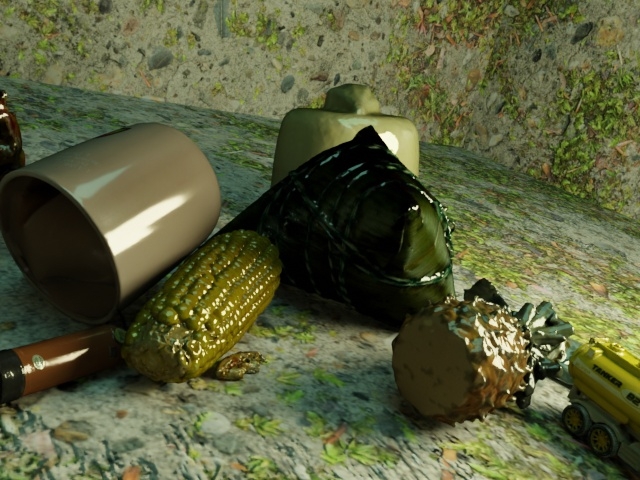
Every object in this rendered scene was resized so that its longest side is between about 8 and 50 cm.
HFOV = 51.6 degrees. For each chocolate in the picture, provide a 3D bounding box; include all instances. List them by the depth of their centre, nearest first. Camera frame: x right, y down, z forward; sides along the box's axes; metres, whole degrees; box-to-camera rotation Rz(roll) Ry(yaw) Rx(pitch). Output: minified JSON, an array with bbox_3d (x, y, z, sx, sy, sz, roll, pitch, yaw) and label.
[{"bbox_3d":[0.060,-0.151,1.319,0.314,0.297,0.326,-8,29,-40],"label":"chocolate"}]

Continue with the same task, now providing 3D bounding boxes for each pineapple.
[{"bbox_3d":[0.217,0.127,0.826,0.309,0.141,0.170,0,59,-47],"label":"pineapple"}]

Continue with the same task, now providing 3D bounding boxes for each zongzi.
[{"bbox_3d":[0.000,0.000,0.981,0.362,0.319,0.383,-30,44,-3],"label":"zongzi"}]

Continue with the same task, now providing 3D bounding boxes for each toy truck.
[{"bbox_3d":[0.379,0.208,0.756,0.097,0.114,0.227,4,21,-29],"label":"toy truck"}]

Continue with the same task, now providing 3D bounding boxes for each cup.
[{"bbox_3d":[-0.261,-0.024,0.818,0.252,0.192,0.200,-25,12,42],"label":"cup"}]

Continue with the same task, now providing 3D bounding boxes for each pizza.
[{"bbox_3d":[-0.090,0.141,0.757,0.037,0.016,0.083,32,23,29],"label":"pizza"}]

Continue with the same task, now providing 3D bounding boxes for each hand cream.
[{"bbox_3d":[0.359,0.181,0.955,0.247,0.052,0.075,29,45,25],"label":"hand cream"}]

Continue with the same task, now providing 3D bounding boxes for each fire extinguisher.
[{"bbox_3d":[-0.247,0.112,0.662,0.050,0.062,0.177,-10,1,36],"label":"fire extinguisher"}]

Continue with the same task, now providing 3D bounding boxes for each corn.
[{"bbox_3d":[-0.128,0.070,0.787,0.119,0.119,0.322,17,24,10],"label":"corn"}]

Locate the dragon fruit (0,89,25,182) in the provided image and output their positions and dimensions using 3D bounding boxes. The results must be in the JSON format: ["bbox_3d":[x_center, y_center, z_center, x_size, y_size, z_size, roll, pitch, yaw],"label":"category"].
[{"bbox_3d":[-0.524,-0.123,0.879,0.314,0.251,0.250,24,20,22],"label":"dragon fruit"}]
